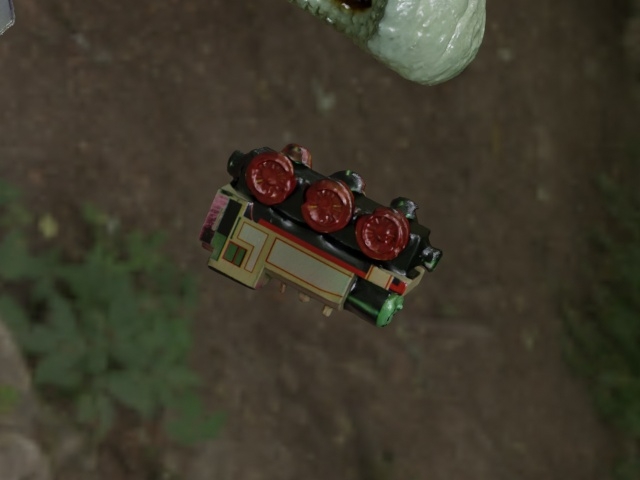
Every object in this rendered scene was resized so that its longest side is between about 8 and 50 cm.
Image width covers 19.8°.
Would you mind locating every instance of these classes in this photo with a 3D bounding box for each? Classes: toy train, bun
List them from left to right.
[{"bbox_3d":[0.000,0.000,1.074,0.087,0.138,0.050,-67,168,17],"label":"toy train"},{"bbox_3d":[0.046,-0.221,1.505,0.126,0.212,0.204,-59,-169,5],"label":"bun"}]

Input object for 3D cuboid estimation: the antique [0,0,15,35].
[{"bbox_3d":[-0.382,-0.239,1.648,0.146,0.148,0.152,-47,144,-41],"label":"antique"}]
